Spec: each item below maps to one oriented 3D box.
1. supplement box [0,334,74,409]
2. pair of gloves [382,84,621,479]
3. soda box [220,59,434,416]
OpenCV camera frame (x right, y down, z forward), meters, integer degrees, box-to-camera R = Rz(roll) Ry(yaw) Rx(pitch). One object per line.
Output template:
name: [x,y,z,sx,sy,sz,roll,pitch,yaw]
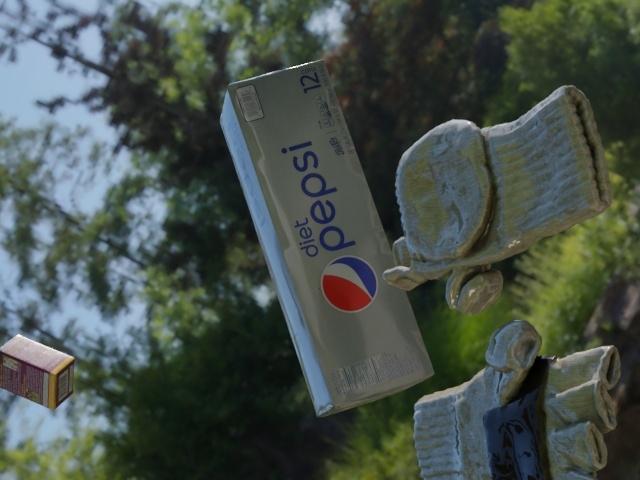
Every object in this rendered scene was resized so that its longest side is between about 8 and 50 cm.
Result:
supplement box: [-0.337,0.156,1.450,0.043,0.083,0.055,-45,-29,-54]
pair of gloves: [0.097,0.043,0.722,0.204,0.042,0.240,-16,78,62]
soda box: [0.000,0.000,1.048,0.091,0.286,0.098,-17,-9,-12]
